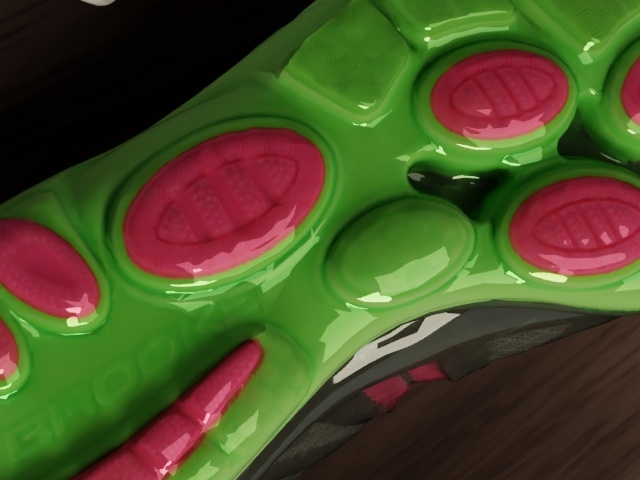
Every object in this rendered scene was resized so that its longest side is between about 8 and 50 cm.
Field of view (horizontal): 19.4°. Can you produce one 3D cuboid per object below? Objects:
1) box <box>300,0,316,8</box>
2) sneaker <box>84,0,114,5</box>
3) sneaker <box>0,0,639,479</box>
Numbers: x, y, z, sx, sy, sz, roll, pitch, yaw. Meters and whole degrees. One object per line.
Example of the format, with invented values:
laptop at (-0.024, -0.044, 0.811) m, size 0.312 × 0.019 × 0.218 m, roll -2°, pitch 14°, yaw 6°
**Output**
box at (0.117, -0.205, 0.770) m, size 0.201 × 0.057 × 0.293 m, roll -31°, pitch 165°, yaw -31°
sneaker at (-0.074, -0.147, 0.702) m, size 0.229 × 0.087 × 0.092 m, roll -22°, pitch 134°, yaw -29°
sneaker at (0.000, 0.000, 0.769) m, size 0.483 × 0.202 × 0.185 m, roll -24°, pitch 90°, yaw -18°
